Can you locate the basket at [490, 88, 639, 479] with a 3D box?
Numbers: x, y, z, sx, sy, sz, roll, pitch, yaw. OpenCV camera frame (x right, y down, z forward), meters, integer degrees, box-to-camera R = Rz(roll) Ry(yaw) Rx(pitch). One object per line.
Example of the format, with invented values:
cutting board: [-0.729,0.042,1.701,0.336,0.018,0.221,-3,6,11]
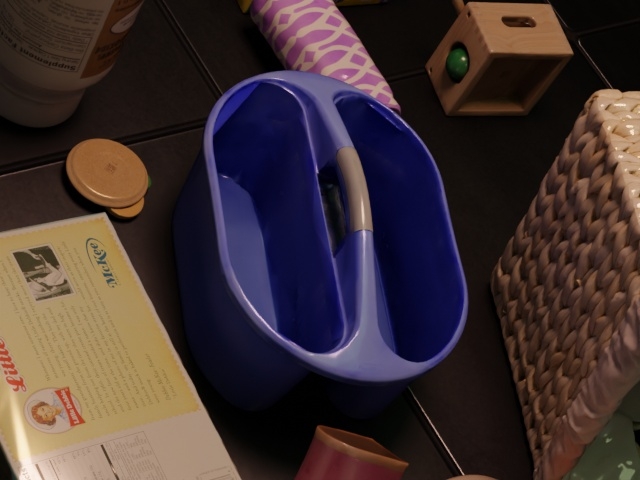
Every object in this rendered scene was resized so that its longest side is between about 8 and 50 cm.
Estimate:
basket: [0.365,0.049,1.596,0.328,0.331,0.266,-1,54,-18]

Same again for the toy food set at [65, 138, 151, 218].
toy food set: [-0.200,-0.062,1.612,0.083,0.020,0.082,21,48,-12]

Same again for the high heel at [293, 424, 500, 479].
high heel: [0.104,0.292,1.483,0.377,0.181,0.127,23,3,-27]

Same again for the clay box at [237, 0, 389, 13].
clay box: [0.000,-0.304,1.833,0.222,0.127,0.053,-11,62,-33]

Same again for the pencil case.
pencil case: [0.004,-0.182,1.768,0.086,0.088,0.206,-17,66,-28]

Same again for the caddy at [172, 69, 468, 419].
caddy: [0.000,0.000,1.564,0.241,0.179,0.341,7,53,-25]

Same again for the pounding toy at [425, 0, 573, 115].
pounding toy: [0.179,-0.213,1.856,0.141,0.130,0.100,-2,57,-29]

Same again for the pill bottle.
pill bottle: [-0.236,-0.212,1.565,0.131,0.229,0.131,15,50,-18]

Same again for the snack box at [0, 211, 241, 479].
snack box: [-0.204,0.132,1.432,0.187,0.060,0.322,-12,62,-35]
